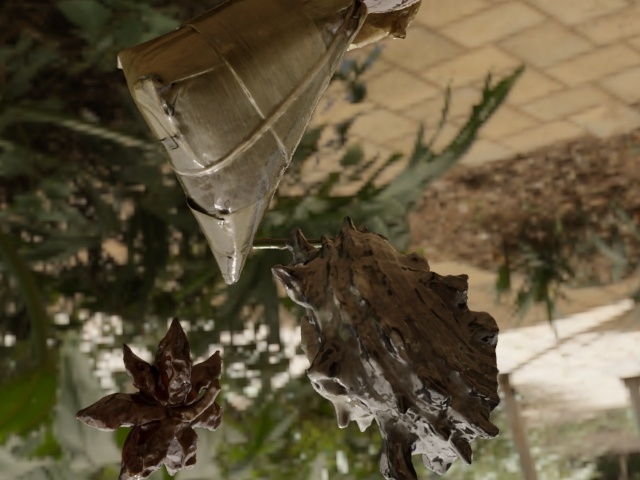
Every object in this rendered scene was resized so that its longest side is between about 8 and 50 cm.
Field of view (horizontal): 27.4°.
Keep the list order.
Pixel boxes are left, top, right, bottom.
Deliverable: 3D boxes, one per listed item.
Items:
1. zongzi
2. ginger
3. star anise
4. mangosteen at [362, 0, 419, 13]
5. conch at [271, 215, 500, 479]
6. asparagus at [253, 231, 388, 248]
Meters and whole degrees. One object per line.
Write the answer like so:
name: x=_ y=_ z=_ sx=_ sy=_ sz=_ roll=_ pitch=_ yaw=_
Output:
zongzi: x=-0.025 y=-0.077 z=0.837 sx=0.160 sy=0.078 sz=0.176 roll=-30 pitch=122 yaw=-7
ginger: x=0.055 y=-0.247 z=1.489 sx=0.137 sy=0.057 sz=0.044 roll=-23 pitch=129 yaw=-2
star anise: x=-0.190 y=0.209 z=1.611 sx=0.196 sy=0.111 sz=0.212 roll=-28 pitch=139 yaw=-13
mangosteen: x=0.034 y=-0.308 z=1.211 sx=0.215 sy=0.215 sz=0.257 roll=-13 pitch=-165 yaw=29
conch: x=0.057 y=0.114 z=1.313 sx=0.186 sy=0.313 sz=0.240 roll=-28 pitch=140 yaw=-16
asparagus: x=0.000 y=0.000 z=1.576 sx=0.163 sy=0.016 sz=0.016 roll=-4 pitch=-163 yaw=3
